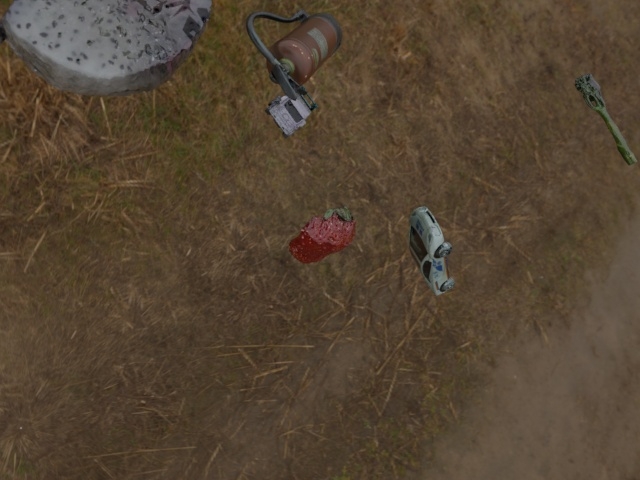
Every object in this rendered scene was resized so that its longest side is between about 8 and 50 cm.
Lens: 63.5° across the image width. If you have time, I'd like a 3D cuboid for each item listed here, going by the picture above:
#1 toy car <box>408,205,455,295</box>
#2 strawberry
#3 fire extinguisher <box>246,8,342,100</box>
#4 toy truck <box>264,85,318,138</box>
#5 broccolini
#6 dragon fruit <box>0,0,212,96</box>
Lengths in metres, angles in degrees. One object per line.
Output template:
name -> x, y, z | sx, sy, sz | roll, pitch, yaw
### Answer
toy car -> 0.192, 0.021, 0.917 | 0.056, 0.205, 0.095 | -25, 53, 1
strawberry -> 0.000, 0.000, 1.078 | 0.147, 0.187, 0.082 | -6, 65, -45
fire extinguisher -> -0.074, -0.473, 1.263 | 0.200, 0.113, 0.376 | 30, 40, -4
toy truck -> -0.076, -0.376, 1.472 | 0.110, 0.116, 0.216 | 52, 15, -14
broccolini -> 0.694, -0.294, 1.268 | 0.071, 0.057, 0.254 | -20, 80, 3
dragon fruit -> -0.303, -0.323, 0.784 | 0.204, 0.221, 0.283 | 38, 71, -21
